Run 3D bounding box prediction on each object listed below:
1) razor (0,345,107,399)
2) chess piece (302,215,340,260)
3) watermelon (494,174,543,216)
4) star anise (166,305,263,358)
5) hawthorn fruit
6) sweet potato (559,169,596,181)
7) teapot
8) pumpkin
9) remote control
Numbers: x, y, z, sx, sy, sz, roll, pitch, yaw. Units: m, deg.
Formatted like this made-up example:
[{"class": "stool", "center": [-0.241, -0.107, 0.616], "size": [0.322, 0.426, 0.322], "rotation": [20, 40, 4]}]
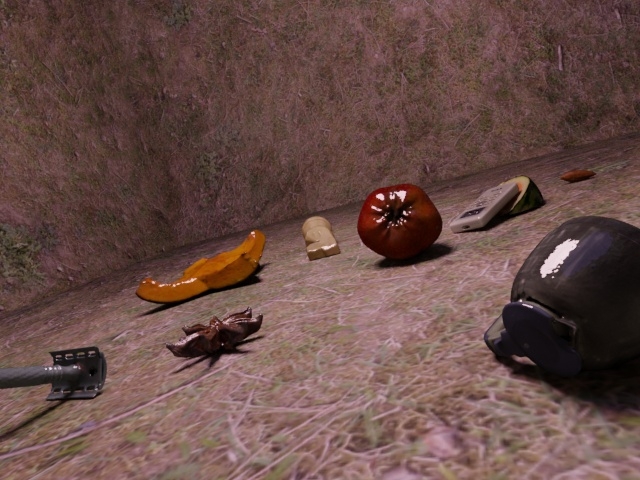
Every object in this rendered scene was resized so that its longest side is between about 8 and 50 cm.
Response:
[{"class": "razor", "center": [-0.388, 0.165, 0.521], "size": [0.106, 0.068, 0.232], "rotation": [-13, -16, 26]}, {"class": "chess piece", "center": [0.000, 0.000, 1.212], "size": [0.090, 0.090, 0.200], "rotation": [-16, 19, -1]}, {"class": "watermelon", "center": [0.471, -0.103, 1.087], "size": [0.119, 0.063, 0.245], "rotation": [-30, 11, 16]}, {"class": "star anise", "center": [-0.145, 0.133, 0.633], "size": [0.141, 0.042, 0.141], "rotation": [-17, 5, 1]}, {"class": "hawthorn fruit", "center": [0.163, -0.029, 0.900], "size": [0.163, 0.162, 0.203], "rotation": [-13, -10, 16]}, {"class": "sweet potato", "center": [0.704, -0.177, 1.220], "size": [0.095, 0.034, 0.034], "rotation": [-4, 10, 9]}, {"class": "teapot", "center": [0.190, 0.048, 0.358], "size": [0.108, 0.111, 0.149], "rotation": [-32, 18, -15]}, {"class": "pumpkin", "center": [-0.280, 0.074, 1.133], "size": [0.290, 0.095, 0.258], "rotation": [-19, 12, 1]}, {"class": "remote control", "center": [0.373, -0.077, 1.003], "size": [0.190, 0.029, 0.087], "rotation": [-35, 11, -33]}]
